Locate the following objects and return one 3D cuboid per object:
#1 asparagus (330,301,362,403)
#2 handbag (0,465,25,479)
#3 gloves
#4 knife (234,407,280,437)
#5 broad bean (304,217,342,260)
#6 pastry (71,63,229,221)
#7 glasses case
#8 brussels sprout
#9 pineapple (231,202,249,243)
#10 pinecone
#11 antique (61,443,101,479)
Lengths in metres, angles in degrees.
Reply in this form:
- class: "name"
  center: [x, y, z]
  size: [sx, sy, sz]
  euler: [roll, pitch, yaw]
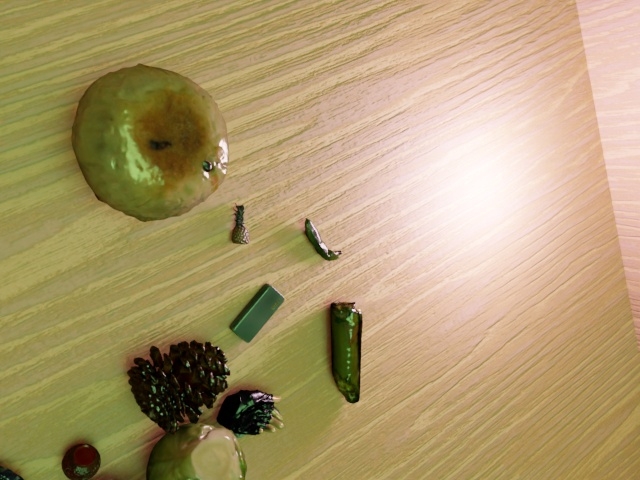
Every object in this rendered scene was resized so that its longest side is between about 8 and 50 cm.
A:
- class: "asparagus"
  center: [0.088, 0.389, 1.968]
  size: [0.108, 0.128, 0.382]
  euler: [1, 100, 7]
- class: "handbag"
  center: [-0.868, 0.685, 1.461]
  size: [0.260, 0.113, 0.162]
  euler: [-44, 109, -16]
- class: "gloves"
  center: [-0.201, 0.541, 1.821]
  size: [0.203, 0.124, 0.164]
  euler: [37, 89, -41]
- class: "knife"
  center: [-0.206, 0.584, 1.879]
  size: [0.162, 0.023, 0.044]
  euler: [-23, 101, -25]
- class: "broad bean"
  center: [-0.002, 0.008, 1.897]
  size: [0.195, 0.046, 0.061]
  euler: [43, 64, -32]
- class: "pastry"
  center: [-0.428, -0.237, 1.463]
  size: [0.388, 0.312, 0.388]
  euler: [-5, 98, -41]
- class: "glasses case"
  center: [-0.197, 0.226, 1.820]
  size: [0.184, 0.039, 0.078]
  euler: [-50, 118, -14]
- class: "brussels sprout"
  center: [-0.343, 0.660, 1.639]
  size: [0.281, 0.354, 0.289]
  euler: [14, 51, -18]
- class: "pineapple"
  center: [-0.237, -0.051, 1.751]
  size: [0.058, 0.058, 0.124]
  euler: [3, 91, -30]
- class: "pinecone"
  center: [-0.388, 0.391, 1.643]
  size: [0.292, 0.246, 0.246]
  euler: [-21, 108, -46]
- class: "antique"
  center: [-0.649, 0.604, 1.584]
  size: [0.104, 0.104, 0.104]
  euler: [-5, 100, -29]
